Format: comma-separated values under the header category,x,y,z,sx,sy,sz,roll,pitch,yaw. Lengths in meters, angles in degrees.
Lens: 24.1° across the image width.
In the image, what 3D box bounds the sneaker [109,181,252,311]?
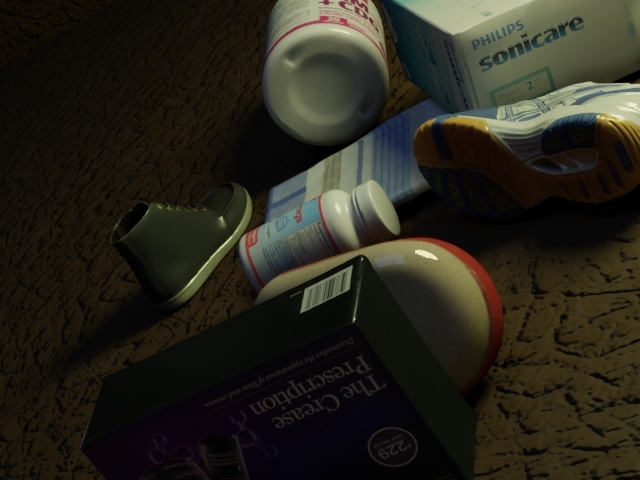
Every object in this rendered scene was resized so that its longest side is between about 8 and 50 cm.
category,x,y,z,sx,sy,sz,roll,pitch,yaw
sneaker,-0.165,-0.027,1.828,0.083,0.118,0.222,-18,29,36

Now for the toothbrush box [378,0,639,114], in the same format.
category,x,y,z,sx,sy,sz,roll,pitch,yaw
toothbrush box,0.213,-0.244,1.667,0.216,0.126,0.295,-24,21,-6

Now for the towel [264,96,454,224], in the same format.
category,x,y,z,sx,sy,sz,roll,pitch,yaw
towel,0.058,-0.069,1.712,0.285,0.034,0.209,-29,24,17

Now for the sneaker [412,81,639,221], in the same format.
category,x,y,z,sx,sy,sz,roll,pitch,yaw
sneaker,0.226,-0.094,1.469,0.296,0.111,0.131,3,31,48

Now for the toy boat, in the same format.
category,x,y,z,sx,sy,sz,roll,pitch,yaw
toy boat,0.063,0.077,1.331,0.231,0.151,0.151,-17,0,37

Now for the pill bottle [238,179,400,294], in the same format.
category,x,y,z,sx,sy,sz,roll,pitch,yaw
pill bottle,0.000,0.000,1.588,0.160,0.087,0.087,-27,24,18

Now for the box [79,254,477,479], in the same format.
category,x,y,z,sx,sy,sz,roll,pitch,yaw
box,-0.031,0.155,1.213,0.261,0.184,0.103,-26,27,21

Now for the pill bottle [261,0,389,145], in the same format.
category,x,y,z,sx,sy,sz,roll,pitch,yaw
pill bottle,0.006,-0.249,1.965,0.160,0.160,0.283,-30,24,14
